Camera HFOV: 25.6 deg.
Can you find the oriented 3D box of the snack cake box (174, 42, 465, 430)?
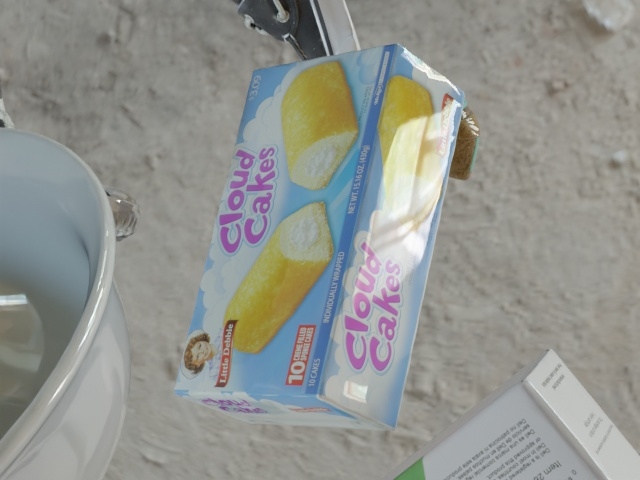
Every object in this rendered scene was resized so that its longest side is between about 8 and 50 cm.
[{"bbox_3d":[0.000,0.000,1.032,0.089,0.152,0.264,29,66,-43],"label":"snack cake box"}]

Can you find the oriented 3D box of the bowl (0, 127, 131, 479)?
[{"bbox_3d":[-0.202,0.092,0.643,0.298,0.298,0.134,-37,129,-15],"label":"bowl"}]

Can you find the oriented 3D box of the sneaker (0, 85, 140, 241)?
[{"bbox_3d":[-0.243,-0.083,1.062,0.234,0.094,0.153,7,77,10],"label":"sneaker"}]

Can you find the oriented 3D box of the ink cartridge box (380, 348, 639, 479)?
[{"bbox_3d":[0.173,0.255,1.032,0.201,0.117,0.278,-41,83,20],"label":"ink cartridge box"}]

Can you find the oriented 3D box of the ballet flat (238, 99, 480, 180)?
[{"bbox_3d":[0.049,-0.110,1.828,0.342,0.116,0.124,-2,110,27],"label":"ballet flat"}]

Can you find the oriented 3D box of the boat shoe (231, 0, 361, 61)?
[{"bbox_3d":[-0.038,-0.238,1.311,0.102,0.108,0.301,-21,120,3],"label":"boat shoe"}]
